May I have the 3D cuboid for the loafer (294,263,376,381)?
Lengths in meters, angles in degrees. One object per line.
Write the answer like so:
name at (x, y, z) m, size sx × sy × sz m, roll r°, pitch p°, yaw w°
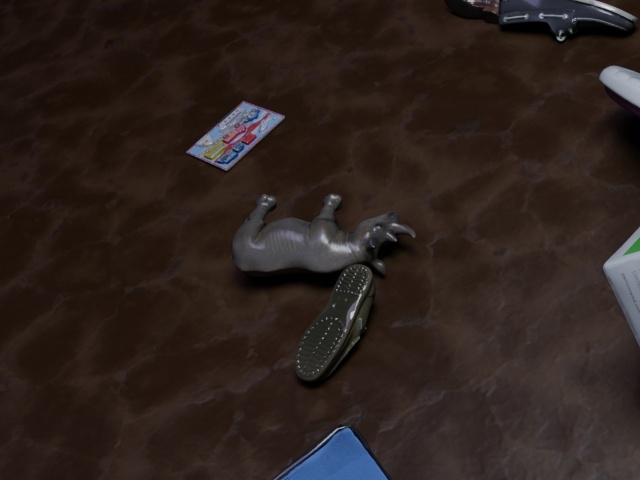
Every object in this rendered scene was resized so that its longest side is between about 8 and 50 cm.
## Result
loafer at (0.024, 0.099, 1.114) m, size 0.056 × 0.050 × 0.148 m, roll 21°, pitch 74°, yaw 41°

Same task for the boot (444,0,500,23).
boot at (0.261, -0.385, 1.507) m, size 0.106 × 0.037 × 0.114 m, roll 28°, pitch 65°, yaw 25°

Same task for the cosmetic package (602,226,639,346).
cosmetic package at (0.454, 0.008, 0.808) m, size 0.365 × 0.155 × 0.197 m, roll -21°, pitch 8°, yaw 43°

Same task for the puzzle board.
puzzle board at (-0.127, -0.158, 1.462) m, size 0.096 × 0.011 × 0.128 m, roll 26°, pitch 60°, yaw 39°

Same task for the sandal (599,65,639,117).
sandal at (0.433, -0.072, 1.066) m, size 0.102 × 0.169 × 0.416 m, roll -60°, pitch 41°, yaw 19°

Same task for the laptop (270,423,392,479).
laptop at (0.023, 0.418, 0.656) m, size 0.382 × 0.236 × 0.408 m, roll -37°, pitch 45°, yaw -15°

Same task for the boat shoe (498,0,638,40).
boat shoe at (0.347, -0.315, 1.400) m, size 0.206 × 0.075 × 0.065 m, roll 21°, pitch 101°, yaw 31°

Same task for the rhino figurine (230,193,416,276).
rhino figurine at (0.000, 0.000, 1.205) m, size 0.243 × 0.073 × 0.106 m, roll -1°, pitch 43°, yaw 20°
